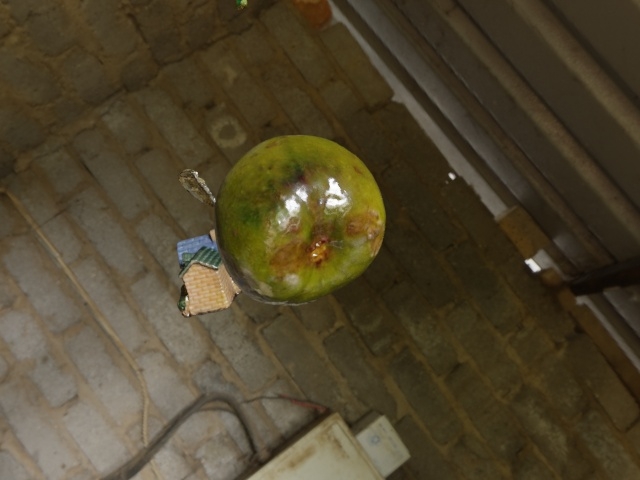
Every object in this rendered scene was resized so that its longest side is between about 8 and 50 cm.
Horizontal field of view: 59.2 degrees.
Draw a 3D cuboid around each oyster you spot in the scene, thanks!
[{"bbox_3d":[-0.179,-0.076,0.852,0.083,0.019,0.054,49,-29,-22],"label":"oyster"}]

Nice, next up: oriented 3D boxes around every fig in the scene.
[{"bbox_3d":[-0.035,-0.040,0.448,0.185,0.133,0.126,53,-4,30],"label":"fig"}]

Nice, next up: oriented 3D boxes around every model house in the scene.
[{"bbox_3d":[-0.284,0.069,1.382,0.183,0.166,0.172,-91,172,-71],"label":"model house"}]

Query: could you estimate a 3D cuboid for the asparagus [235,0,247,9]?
[{"bbox_3d":[-0.092,-0.303,0.596,0.014,0.015,0.114,-12,93,-62],"label":"asparagus"}]
